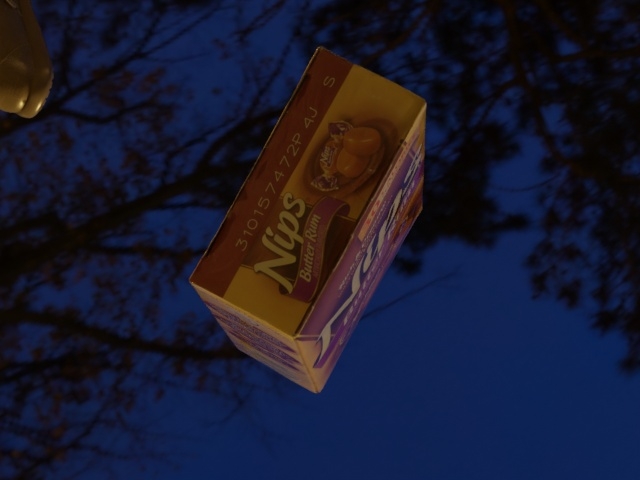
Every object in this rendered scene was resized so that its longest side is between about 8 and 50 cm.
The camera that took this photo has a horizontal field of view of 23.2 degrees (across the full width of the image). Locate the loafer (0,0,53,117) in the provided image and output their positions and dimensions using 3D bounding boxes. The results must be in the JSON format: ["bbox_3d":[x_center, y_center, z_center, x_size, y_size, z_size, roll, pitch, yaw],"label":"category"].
[{"bbox_3d":[-0.201,-0.135,0.928,0.056,0.050,0.148,-54,-132,29],"label":"loafer"}]

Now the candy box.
[{"bbox_3d":[0.000,0.000,0.682,0.053,0.186,0.109,28,-99,10],"label":"candy box"}]
